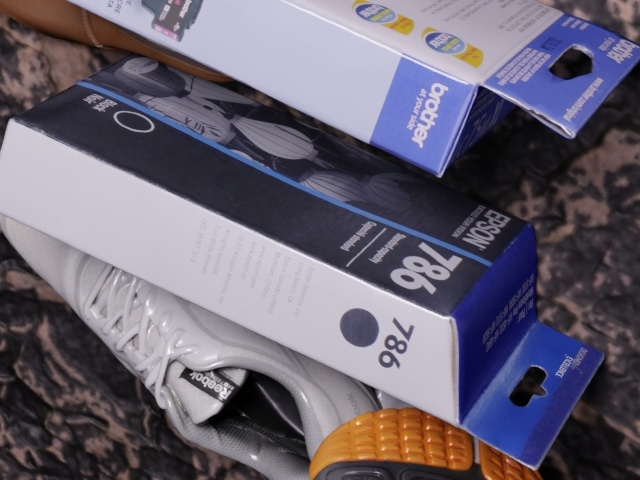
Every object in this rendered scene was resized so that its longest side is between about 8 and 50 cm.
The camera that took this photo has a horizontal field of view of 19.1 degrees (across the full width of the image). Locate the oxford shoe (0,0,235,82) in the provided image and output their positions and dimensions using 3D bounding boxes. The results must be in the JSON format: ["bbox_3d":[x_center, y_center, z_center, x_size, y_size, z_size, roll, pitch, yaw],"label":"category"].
[{"bbox_3d":[-0.125,-0.141,1.112,0.212,0.076,0.076,28,141,14],"label":"oxford shoe"}]

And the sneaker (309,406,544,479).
[{"bbox_3d":[0.101,0.189,1.084,0.262,0.099,0.121,24,128,-16],"label":"sneaker"}]

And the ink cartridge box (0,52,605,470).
[{"bbox_3d":[0.000,0.000,1.051,0.332,0.165,0.065,25,115,11],"label":"ink cartridge box"}]

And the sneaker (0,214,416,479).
[{"bbox_3d":[-0.079,0.048,1.129,0.292,0.118,0.110,35,120,8],"label":"sneaker"}]

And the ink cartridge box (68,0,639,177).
[{"bbox_3d":[0.004,-0.122,0.990,0.311,0.186,0.065,24,114,12],"label":"ink cartridge box"}]
